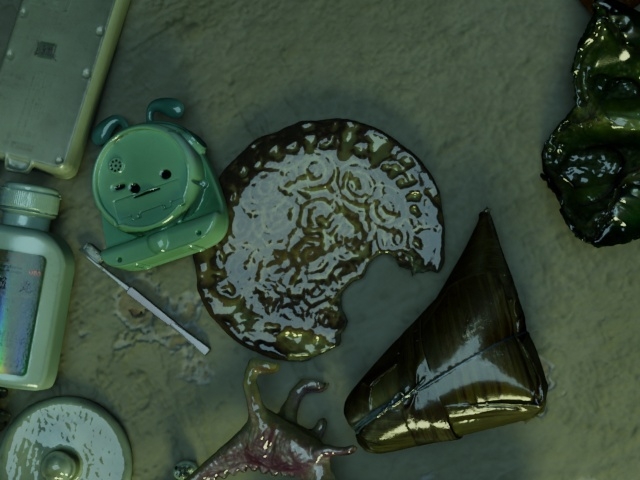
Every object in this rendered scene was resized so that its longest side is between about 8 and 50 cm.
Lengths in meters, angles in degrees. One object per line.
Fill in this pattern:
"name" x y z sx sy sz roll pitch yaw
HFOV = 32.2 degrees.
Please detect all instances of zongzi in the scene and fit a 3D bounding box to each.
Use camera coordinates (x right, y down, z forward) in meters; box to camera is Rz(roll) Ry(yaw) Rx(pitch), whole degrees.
"zongzi" 0.117 0.101 1.218 0.221 0.112 0.242 -15 77 3

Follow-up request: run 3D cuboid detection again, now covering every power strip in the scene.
"power strip" -0.309 -0.203 1.289 0.118 0.046 0.270 15 83 5
"power strip" -0.153 0.292 1.255 0.055 0.035 0.083 -1 88 4

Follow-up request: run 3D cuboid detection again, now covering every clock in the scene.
"clock" -0.195 -0.066 1.260 0.148 0.060 0.188 -21 78 13

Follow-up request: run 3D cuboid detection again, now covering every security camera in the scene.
"security camera" -0.299 0.326 1.244 0.157 0.080 0.301 3 83 5

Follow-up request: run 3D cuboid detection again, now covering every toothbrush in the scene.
"toothbrush" -0.204 0.068 1.284 0.194 0.014 0.017 41 89 6

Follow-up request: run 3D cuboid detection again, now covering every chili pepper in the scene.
"chili pepper" 0.334 -0.118 1.225 0.148 0.116 0.264 10 87 -7

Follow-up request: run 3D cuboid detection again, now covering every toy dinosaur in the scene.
"toy dinosaur" -0.071 0.234 1.213 0.251 0.072 0.199 9 74 2

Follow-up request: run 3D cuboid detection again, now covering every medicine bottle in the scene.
"medicine bottle" -0.347 0.050 1.262 0.121 0.083 0.228 9 85 7

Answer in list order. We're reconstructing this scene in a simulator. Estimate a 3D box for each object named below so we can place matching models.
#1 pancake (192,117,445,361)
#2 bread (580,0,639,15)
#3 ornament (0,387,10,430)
"pancake" 0.000 0.000 1.269 0.286 0.033 0.288 12 87 3
"bread" 0.407 -0.347 1.215 0.271 0.139 0.077 -31 74 -1
"ornament" -0.460 0.211 1.180 0.202 0.236 0.080 2 97 6
